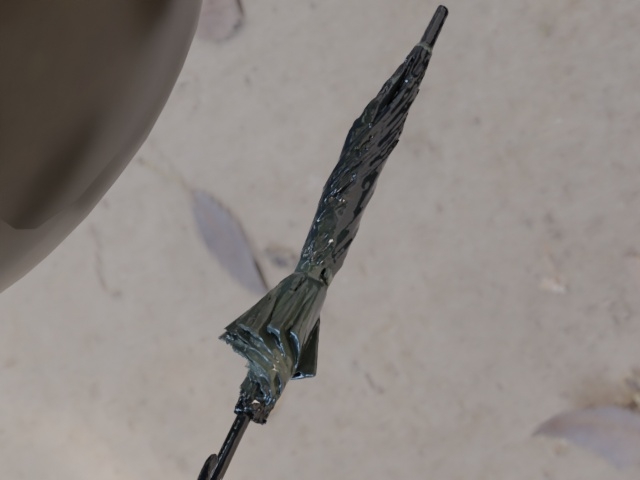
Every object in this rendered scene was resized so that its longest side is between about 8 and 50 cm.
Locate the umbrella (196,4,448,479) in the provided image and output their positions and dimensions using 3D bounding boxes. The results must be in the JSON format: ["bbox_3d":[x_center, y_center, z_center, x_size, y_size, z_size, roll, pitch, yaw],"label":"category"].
[{"bbox_3d":[-0.001,0.003,0.713,0.044,0.269,0.044,21,147,9],"label":"umbrella"}]

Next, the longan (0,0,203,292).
[{"bbox_3d":[-0.175,-0.093,0.476,0.297,0.297,0.297,25,126,40],"label":"longan"}]
